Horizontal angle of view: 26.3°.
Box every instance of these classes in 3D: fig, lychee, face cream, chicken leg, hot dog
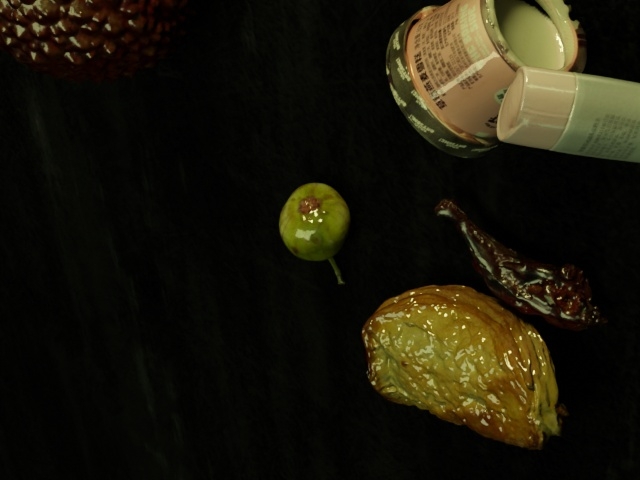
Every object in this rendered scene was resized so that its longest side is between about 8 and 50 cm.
[{"bbox_3d":[-0.009,0.006,1.663,0.093,0.093,0.166,33,142,22],"label":"fig"},{"bbox_3d":[-0.272,-0.311,1.516,0.300,0.264,0.264,33,145,-9],"label":"lychee"},{"bbox_3d":[0.259,-0.107,1.208,0.198,0.057,0.084,9,140,-10],"label":"face cream"},{"bbox_3d":[0.215,0.031,1.481,0.219,0.048,0.089,33,138,22],"label":"chicken leg"},{"bbox_3d":[0.179,0.146,1.573,0.259,0.114,0.175,16,128,35],"label":"hot dog"}]

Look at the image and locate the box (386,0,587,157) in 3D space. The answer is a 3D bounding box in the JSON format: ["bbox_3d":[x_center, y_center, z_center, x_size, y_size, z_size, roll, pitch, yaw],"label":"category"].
[{"bbox_3d":[0.160,-0.173,1.278,0.151,0.151,0.135,53,136,-4],"label":"box"}]
